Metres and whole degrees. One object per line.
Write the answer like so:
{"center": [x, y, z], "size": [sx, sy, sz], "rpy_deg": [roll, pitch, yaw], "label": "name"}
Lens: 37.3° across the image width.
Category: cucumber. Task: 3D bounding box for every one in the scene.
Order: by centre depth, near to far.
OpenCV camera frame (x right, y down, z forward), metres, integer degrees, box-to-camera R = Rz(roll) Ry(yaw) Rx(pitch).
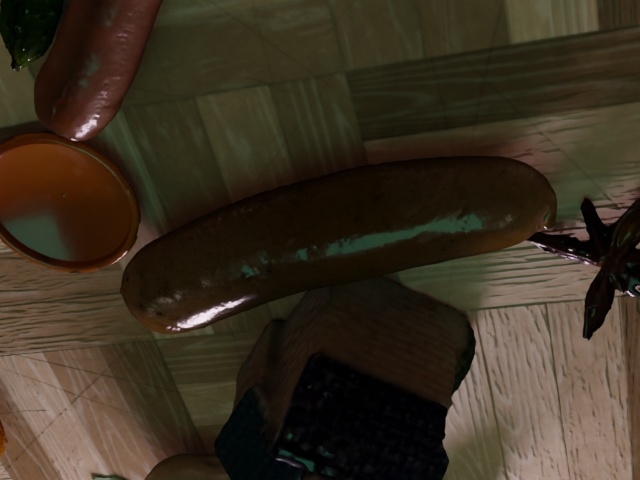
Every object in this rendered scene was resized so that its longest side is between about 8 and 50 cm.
{"center": [-0.275, -0.256, 0.915], "size": [0.069, 0.069, 0.227], "rpy_deg": [21, 131, -7], "label": "cucumber"}

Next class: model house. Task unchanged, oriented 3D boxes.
{"center": [0.015, 0.229, 1.108], "size": [0.243, 0.284, 0.298], "rpy_deg": [27, 127, -5], "label": "model house"}

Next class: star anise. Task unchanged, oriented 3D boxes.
{"center": [0.322, 0.024, 1.043], "size": [0.158, 0.144, 0.140], "rpy_deg": [-28, 74, 19], "label": "star anise"}

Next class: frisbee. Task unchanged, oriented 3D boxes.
{"center": [-0.299, -0.045, 1.095], "size": [0.192, 0.035, 0.192], "rpy_deg": [4, 128, 5], "label": "frisbee"}

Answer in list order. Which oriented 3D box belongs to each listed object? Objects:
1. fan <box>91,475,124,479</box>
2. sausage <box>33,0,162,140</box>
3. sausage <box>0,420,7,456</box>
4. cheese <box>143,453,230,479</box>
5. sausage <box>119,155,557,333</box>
{"center": [-0.273, 0.439, 1.480], "size": [0.131, 0.009, 0.240], "rpy_deg": [-19, 122, 19], "label": "fan"}
{"center": [-0.174, -0.266, 0.871], "size": [0.094, 0.094, 0.419], "rpy_deg": [47, 129, 22], "label": "sausage"}
{"center": [-0.537, 0.202, 1.299], "size": [0.103, 0.076, 0.302], "rpy_deg": [-22, 120, 33], "label": "sausage"}
{"center": [-0.143, 0.390, 1.333], "size": [0.218, 0.117, 0.235], "rpy_deg": [-34, 106, 14], "label": "cheese"}
{"center": [-0.001, -0.003, 1.024], "size": [0.500, 0.123, 0.136], "rpy_deg": [-16, 119, 19], "label": "sausage"}
